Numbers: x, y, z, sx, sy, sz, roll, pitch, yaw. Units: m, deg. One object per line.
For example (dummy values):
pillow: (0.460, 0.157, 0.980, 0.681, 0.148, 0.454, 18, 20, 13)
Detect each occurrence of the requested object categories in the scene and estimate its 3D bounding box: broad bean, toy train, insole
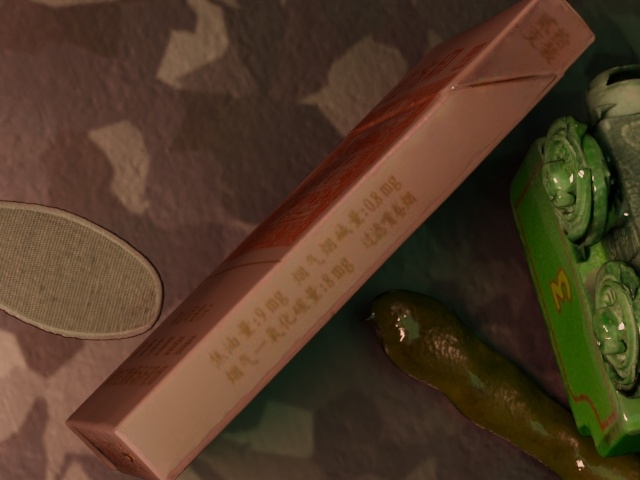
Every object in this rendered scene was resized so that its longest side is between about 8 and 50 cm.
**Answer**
broad bean: (0.133, 0.113, 1.245, 0.256, 0.053, 0.052, 35, 51, -10)
toy train: (0.208, 0.020, 1.185, 0.132, 0.188, 0.243, -10, 68, -12)
insole: (-0.210, 0.008, 1.186, 0.232, 0.003, 0.080, 16, 81, -13)

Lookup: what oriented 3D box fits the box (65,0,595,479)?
box: (0.000, -0.001, 1.139, 0.051, 0.204, 0.365, 47, 76, -7)
